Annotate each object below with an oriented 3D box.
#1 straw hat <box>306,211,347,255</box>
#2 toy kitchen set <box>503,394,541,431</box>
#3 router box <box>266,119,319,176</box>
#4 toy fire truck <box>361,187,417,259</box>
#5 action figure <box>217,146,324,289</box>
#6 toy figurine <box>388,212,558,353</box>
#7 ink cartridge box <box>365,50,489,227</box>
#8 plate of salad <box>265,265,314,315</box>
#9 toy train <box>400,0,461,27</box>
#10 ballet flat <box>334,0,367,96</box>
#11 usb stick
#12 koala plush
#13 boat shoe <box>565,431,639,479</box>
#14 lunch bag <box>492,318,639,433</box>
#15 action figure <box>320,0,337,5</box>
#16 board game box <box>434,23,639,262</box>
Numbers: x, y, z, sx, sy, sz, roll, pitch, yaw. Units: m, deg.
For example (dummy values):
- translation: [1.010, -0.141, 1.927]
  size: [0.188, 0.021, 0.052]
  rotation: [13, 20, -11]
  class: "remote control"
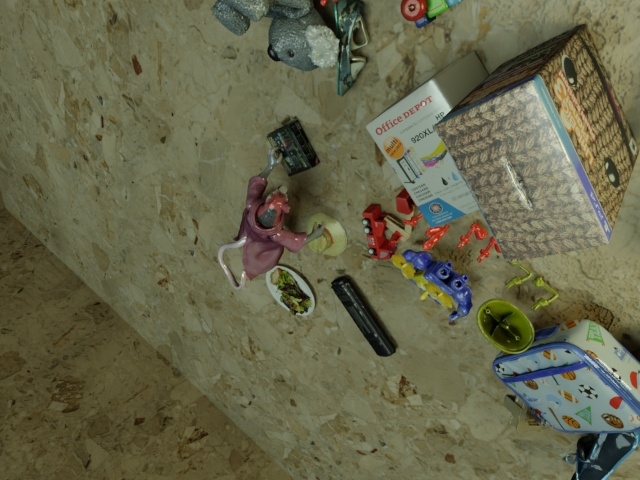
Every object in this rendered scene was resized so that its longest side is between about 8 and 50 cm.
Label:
- translation: [0.000, 0.000, 1.310]
  size: [0.144, 0.061, 0.145]
  rotation: [24, 135, 26]
  class: "straw hat"
- translation: [0.525, 0.437, 1.238]
  size: [0.068, 0.075, 0.083]
  rotation: [-141, 61, -72]
  class: "toy kitchen set"
- translation: [-0.069, -0.229, 1.200]
  size: [0.092, 0.038, 0.122]
  rotation: [-12, 113, 45]
  class: "router box"
- translation: [0.170, -0.033, 1.144]
  size: [0.135, 0.047, 0.192]
  rotation: [9, 128, 35]
  class: "toy fire truck"
- translation: [-0.158, -0.051, 1.218]
  size: [0.248, 0.275, 0.370]
  rotation: [55, 165, 3]
  class: "action figure"
- translation: [0.309, 0.085, 1.092]
  size: [0.362, 0.191, 0.217]
  rotation: [38, 169, 3]
  class: "toy figurine"
- translation: [0.236, -0.180, 0.871]
  size: [0.171, 0.168, 0.233]
  rotation: [-25, 103, 50]
  class: "ink cartridge box"
- translation: [-0.105, 0.170, 1.552]
  size: [0.199, 0.048, 0.200]
  rotation: [23, 134, 26]
  class: "plate of salad"
- translation: [0.168, -0.482, 0.745]
  size: [0.143, 0.105, 0.248]
  rotation: [-14, 112, 35]
  class: "toy train"
- translation: [0.062, -0.376, 0.952]
  size: [0.070, 0.070, 0.188]
  rotation: [22, 138, 27]
  class: "ballet flat"
- translation: [0.126, 0.226, 1.398]
  size: [0.278, 0.045, 0.077]
  rotation: [56, 146, -11]
  class: "usb stick"
- translation: [-0.056, -0.429, 0.930]
  size: [0.221, 0.203, 0.196]
  rotation: [51, 172, -23]
  class: "koala plush"
- translation: [0.652, 0.495, 1.132]
  size: [0.089, 0.109, 0.258]
  rotation: [33, 122, 27]
  class: "boat shoe"
- translation: [0.517, 0.290, 1.017]
  size: [0.243, 0.115, 0.303]
  rotation: [44, 153, 5]
  class: "lunch bag"
- translation: [0.044, -0.463, 0.862]
  size: [0.038, 0.115, 0.030]
  rotation: [49, 177, -6]
  class: "action figure"
- translation: [0.336, -0.150, 0.713]
  size: [0.141, 0.291, 0.232]
  rotation: [-18, 110, 47]
  class: "board game box"
